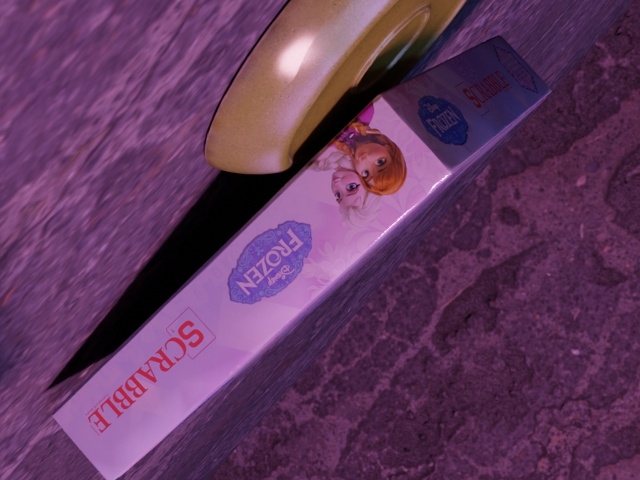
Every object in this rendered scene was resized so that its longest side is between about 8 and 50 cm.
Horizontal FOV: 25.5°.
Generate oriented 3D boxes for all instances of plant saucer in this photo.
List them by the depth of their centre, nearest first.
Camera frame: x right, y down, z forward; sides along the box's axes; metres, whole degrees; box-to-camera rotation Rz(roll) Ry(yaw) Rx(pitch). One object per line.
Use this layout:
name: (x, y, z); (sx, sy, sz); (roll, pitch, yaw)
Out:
plant saucer: (0.030, -0.121, 0.819); (0.241, 0.037, 0.241); (-47, 172, -8)

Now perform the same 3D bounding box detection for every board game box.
board game box: (0.000, 0.000, 0.995); (0.319, 0.066, 0.318); (-43, 177, 23)
